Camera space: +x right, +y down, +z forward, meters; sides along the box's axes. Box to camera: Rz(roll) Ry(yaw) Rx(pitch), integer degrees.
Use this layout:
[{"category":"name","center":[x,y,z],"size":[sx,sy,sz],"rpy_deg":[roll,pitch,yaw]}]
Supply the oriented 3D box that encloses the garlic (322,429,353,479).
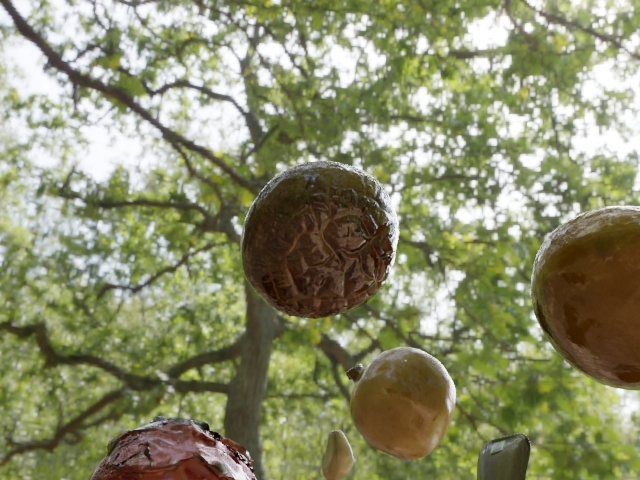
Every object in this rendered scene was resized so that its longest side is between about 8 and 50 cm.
[{"category":"garlic","center":[0.027,0.340,1.302],"size":[0.041,0.083,0.053],"rpy_deg":[3,5,-24]}]

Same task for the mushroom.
[{"category":"mushroom","center":[0.000,0.000,1.258],"size":[0.253,0.253,0.153],"rpy_deg":[18,13,-23]}]

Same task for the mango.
[{"category":"mango","center":[0.491,0.092,1.333],"size":[0.300,0.232,0.446],"rpy_deg":[10,-23,25]}]

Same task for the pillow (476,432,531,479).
[{"category":"pillow","center":[0.305,0.439,1.421],"size":[0.033,0.218,0.130],"rpy_deg":[27,-37,-24]}]

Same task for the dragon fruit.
[{"category":"dragon fruit","center":[-0.226,0.429,1.285],"size":[0.295,0.302,0.296],"rpy_deg":[-2,-57,-3]}]

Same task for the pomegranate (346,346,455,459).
[{"category":"pomegranate","center":[0.220,0.434,2.206],"size":[0.307,0.307,0.307],"rpy_deg":[6,-25,3]}]
